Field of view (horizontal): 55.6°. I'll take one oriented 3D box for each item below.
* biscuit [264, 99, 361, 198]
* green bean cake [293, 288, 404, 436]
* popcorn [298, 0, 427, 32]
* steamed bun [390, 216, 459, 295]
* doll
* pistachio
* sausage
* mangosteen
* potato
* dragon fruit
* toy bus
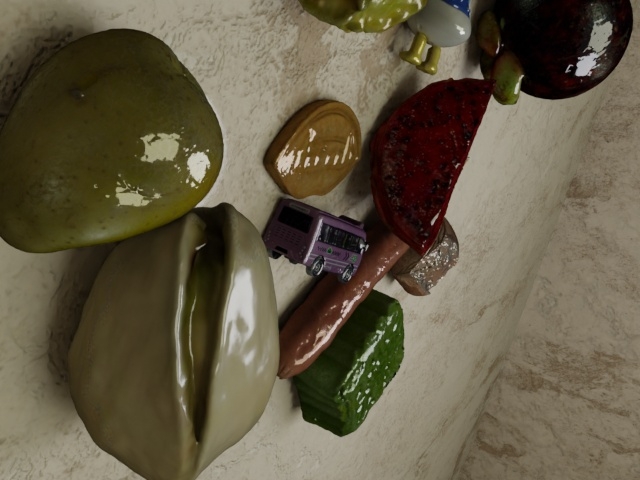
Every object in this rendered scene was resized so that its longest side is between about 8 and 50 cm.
[{"bbox_3d":[0.001,-0.127,0.852,0.221,0.029,0.141,-10,120,-57],"label":"biscuit"},{"bbox_3d":[0.060,0.231,1.142,0.248,0.125,0.222,-47,148,-30],"label":"green bean cake"},{"bbox_3d":[0.053,-0.322,0.631,0.189,0.170,0.217,-43,139,-38],"label":"popcorn"},{"bbox_3d":[0.223,0.029,1.282,0.175,0.106,0.145,-56,151,-12],"label":"steamed bun"},{"bbox_3d":[0.206,-0.398,0.910,0.138,0.119,0.293,12,107,-46],"label":"doll"},{"bbox_3d":[-0.139,0.102,0.606,0.208,0.226,0.331,8,120,-20],"label":"pistachio"},{"bbox_3d":[0.054,0.069,1.046,0.433,0.088,0.087,-46,147,-32],"label":"sausage"},{"bbox_3d":[0.437,-0.398,1.160,0.288,0.288,0.287,-40,144,-39],"label":"mangosteen"},{"bbox_3d":[-0.176,-0.072,0.486,0.194,0.157,0.157,-38,149,-3],"label":"potato"},{"bbox_3d":[0.164,-0.121,1.039,0.205,0.152,0.316,67,46,-70],"label":"dragon fruit"},{"bbox_3d":[0.000,0.000,0.891,0.178,0.087,0.098,19,93,-62],"label":"toy bus"}]
